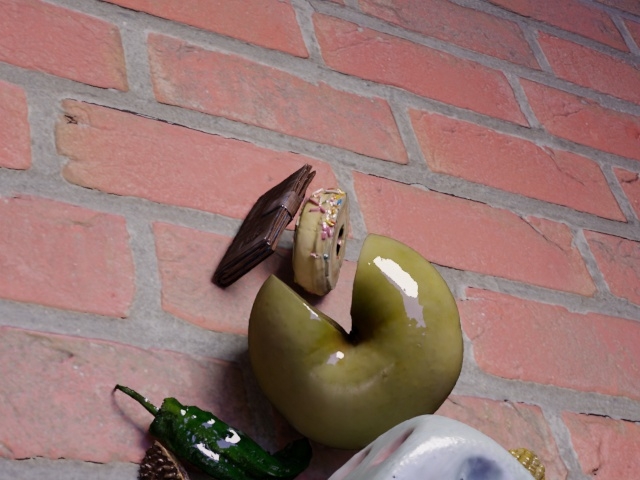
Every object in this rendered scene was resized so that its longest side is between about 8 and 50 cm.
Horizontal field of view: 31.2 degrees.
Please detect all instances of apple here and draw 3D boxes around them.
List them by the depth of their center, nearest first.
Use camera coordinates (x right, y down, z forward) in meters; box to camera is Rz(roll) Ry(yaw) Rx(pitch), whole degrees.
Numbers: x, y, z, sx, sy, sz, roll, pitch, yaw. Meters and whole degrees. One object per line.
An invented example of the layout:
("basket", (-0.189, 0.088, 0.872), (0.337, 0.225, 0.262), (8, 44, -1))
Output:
("apple", (0.047, 0.135, 1.541), (0.292, 0.292, 0.254), (48, -3, 15))

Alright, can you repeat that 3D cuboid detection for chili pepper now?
("chili pepper", (-0.127, 0.251, 1.454), (0.279, 0.065, 0.122), (27, 15, -18))

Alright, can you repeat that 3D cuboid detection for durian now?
("durian", (-0.181, 0.302, 1.395), (0.130, 0.052, 0.066), (55, 2, 19))

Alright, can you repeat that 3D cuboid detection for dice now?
("dice", (0.108, 0.374, 1.283), (0.268, 0.262, 0.264), (-39, 88, -33))

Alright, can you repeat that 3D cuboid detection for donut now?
("donut", (0.000, 0.000, 1.754), (0.068, 0.174, 0.174), (8, 37, 9))

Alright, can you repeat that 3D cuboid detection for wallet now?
("wallet", (-0.081, -0.026, 1.744), (0.042, 0.124, 0.230), (48, 35, -13))

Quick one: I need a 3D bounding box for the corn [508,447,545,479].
("corn", (0.234, 0.375, 1.595), (0.086, 0.086, 0.288), (46, 39, 13))
